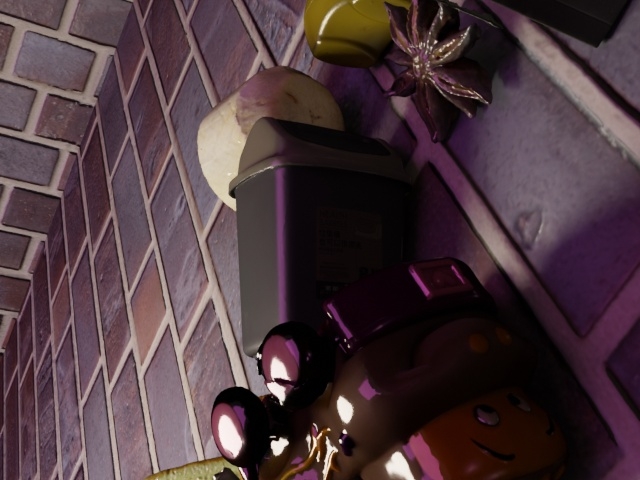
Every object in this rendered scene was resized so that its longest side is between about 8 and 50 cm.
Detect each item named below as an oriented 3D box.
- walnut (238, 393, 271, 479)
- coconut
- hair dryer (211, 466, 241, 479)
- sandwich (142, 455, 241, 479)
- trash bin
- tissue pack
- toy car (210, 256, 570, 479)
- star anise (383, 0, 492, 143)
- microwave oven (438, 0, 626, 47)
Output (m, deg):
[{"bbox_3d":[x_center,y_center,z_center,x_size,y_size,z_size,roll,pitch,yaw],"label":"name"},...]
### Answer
[{"bbox_3d":[-0.034,0.278,1.122,0.144,0.144,0.180,-63,34,24],"label":"walnut"},{"bbox_3d":[-0.072,-0.136,1.303,0.222,0.202,0.202,-31,52,50],"label":"coconut"},{"bbox_3d":[-0.050,0.364,0.992,0.119,0.296,0.298,-39,17,-19],"label":"hair dryer"},{"bbox_3d":[-0.211,0.422,1.400,0.236,0.128,0.122,-57,42,35],"label":"sandwich"},{"bbox_3d":[0.000,0.000,1.106,0.182,0.209,0.290,-21,66,56],"label":"trash bin"},{"bbox_3d":[0.057,-0.328,1.222,0.178,0.123,0.127,-40,49,51],"label":"tissue pack"},{"bbox_3d":[0.075,0.190,0.870,0.240,0.271,0.341,58,135,27],"label":"toy car"},{"bbox_3d":[0.139,-0.205,1.044,0.182,0.065,0.195,34,134,49],"label":"star anise"},{"bbox_3d":[0.171,-0.450,0.940,0.374,0.236,0.432,-65,30,22],"label":"microwave oven"}]
